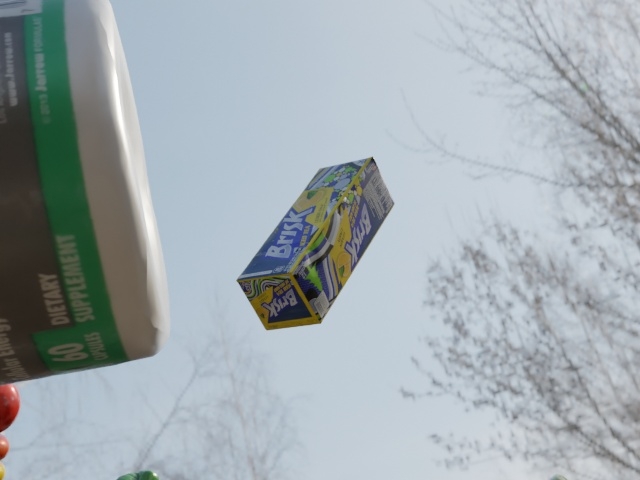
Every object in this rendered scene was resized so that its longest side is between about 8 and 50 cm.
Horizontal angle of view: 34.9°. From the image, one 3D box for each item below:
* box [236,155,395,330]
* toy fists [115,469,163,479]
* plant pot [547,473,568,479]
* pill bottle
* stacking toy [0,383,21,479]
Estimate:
[{"bbox_3d":[0.000,0.000,0.848,0.059,0.169,0.054,-10,-60,35],"label":"box"},{"bbox_3d":[-0.252,0.500,1.647,0.096,0.279,0.142,-44,-21,30],"label":"toy fists"},{"bbox_3d":[0.302,0.539,1.475,0.353,0.366,0.366,-44,-35,1],"label":"plant pot"},{"bbox_3d":[-0.272,-0.008,0.532,0.361,0.204,0.204,-10,-30,-6],"label":"pill bottle"},{"bbox_3d":[-0.507,0.356,1.471,0.141,0.330,0.141,16,-3,1],"label":"stacking toy"}]
